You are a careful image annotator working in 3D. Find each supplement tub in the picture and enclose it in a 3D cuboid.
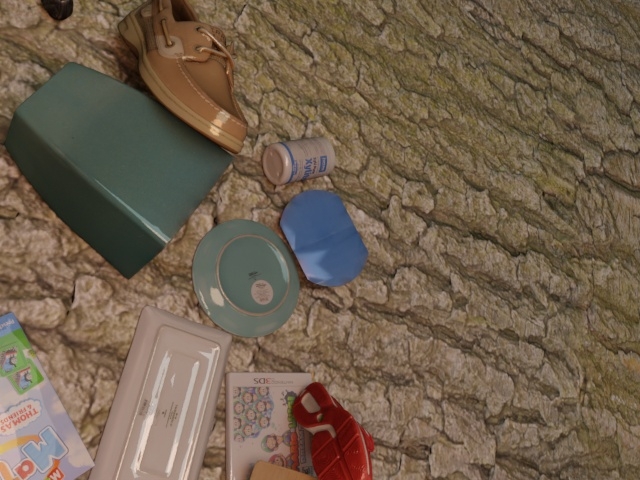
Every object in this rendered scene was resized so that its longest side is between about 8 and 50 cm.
[{"bbox_3d":[-0.036,-0.133,1.084,0.107,0.071,0.071,-16,85,-37],"label":"supplement tub"}]

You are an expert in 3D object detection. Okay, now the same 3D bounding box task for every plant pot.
[{"bbox_3d":[-0.273,-0.100,0.849,0.234,0.165,0.165,41,56,-15],"label":"plant pot"}]

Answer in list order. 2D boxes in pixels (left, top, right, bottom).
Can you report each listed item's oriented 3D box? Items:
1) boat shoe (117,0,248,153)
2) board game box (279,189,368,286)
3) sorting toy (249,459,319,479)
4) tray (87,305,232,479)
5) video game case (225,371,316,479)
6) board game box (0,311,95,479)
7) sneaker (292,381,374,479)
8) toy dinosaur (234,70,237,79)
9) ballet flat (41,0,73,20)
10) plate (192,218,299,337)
[{"bbox_3d":[-0.177,-0.248,0.885,0.121,0.110,0.341,29,19,-53],"label":"boat shoe"},{"bbox_3d":[0.000,0.000,1.093,0.133,0.033,0.169,-25,86,-33],"label":"board game box"},{"bbox_3d":[-0.002,0.456,0.850,0.255,0.089,0.257,16,63,4],"label":"sorting toy"},{"bbox_3d":[-0.205,0.231,0.871,0.145,0.030,0.270,25,62,-26],"label":"tray"},{"bbox_3d":[-0.072,0.274,0.958,0.143,0.019,0.157,8,71,-34],"label":"video game case"},{"bbox_3d":[-0.381,0.211,0.744,0.160,0.039,0.212,-30,94,-39],"label":"board game box"},{"bbox_3d":[0.048,0.290,0.908,0.087,0.221,0.128,-46,116,6],"label":"sneaker"},{"bbox_3d":[-0.175,-0.271,1.063,0.090,0.047,0.082,9,77,2],"label":"toy dinosaur"},{"bbox_3d":[-0.384,-0.400,0.933,0.057,0.049,0.173,-13,83,-39],"label":"ballet flat"},{"bbox_3d":[-0.106,0.055,1.003,0.188,0.024,0.188,13,67,-33],"label":"plate"}]
